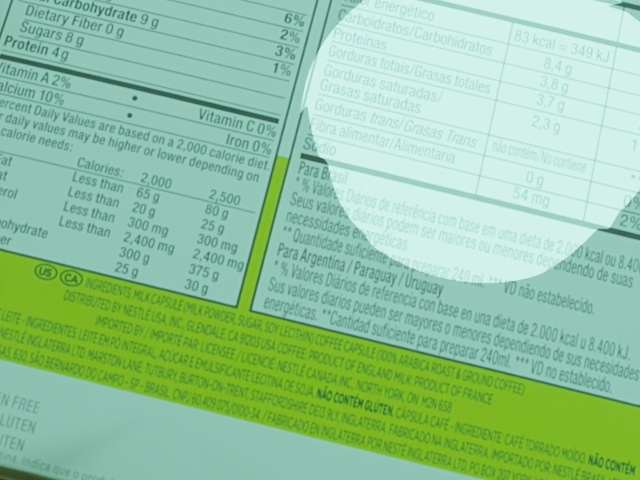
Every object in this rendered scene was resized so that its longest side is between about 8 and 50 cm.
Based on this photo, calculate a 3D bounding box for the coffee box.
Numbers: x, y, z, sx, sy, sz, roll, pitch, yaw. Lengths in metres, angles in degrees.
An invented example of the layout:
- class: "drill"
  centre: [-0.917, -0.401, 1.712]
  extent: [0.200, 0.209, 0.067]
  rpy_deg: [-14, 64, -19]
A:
- class: "coffee box"
  centre: [0.000, 0.000, 0.654]
  extent: [0.338, 0.334, 0.337]
  rpy_deg: [13, -13, 2]
